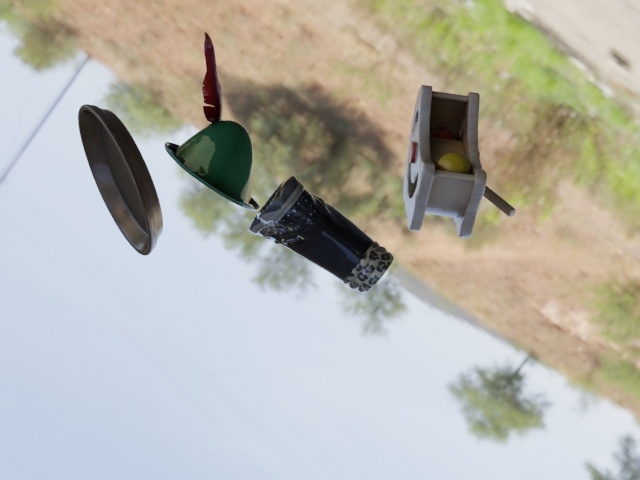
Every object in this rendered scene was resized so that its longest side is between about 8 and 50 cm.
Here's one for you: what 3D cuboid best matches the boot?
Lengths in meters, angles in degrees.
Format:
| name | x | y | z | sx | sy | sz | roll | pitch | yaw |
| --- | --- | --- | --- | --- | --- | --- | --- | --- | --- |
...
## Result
| name | x | y | z | sx | sy | sz | roll | pitch | yaw |
| --- | --- | --- | --- | --- | --- | --- | --- | --- | --- |
| boot | -0.001 | 0.001 | 1.658 | 0.178 | 0.085 | 0.236 | 38 | 172 | -3 |

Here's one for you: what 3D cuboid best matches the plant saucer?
| name | x | y | z | sx | sy | sz | roll | pitch | yaw |
| --- | --- | --- | --- | --- | --- | --- | --- | --- | --- |
| plant saucer | -0.338 | -0.107 | 2.105 | 0.278 | 0.041 | 0.278 | 52 | 156 | 34 |

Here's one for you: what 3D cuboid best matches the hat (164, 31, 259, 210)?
| name | x | y | z | sx | sy | sz | roll | pitch | yaw |
| --- | --- | --- | --- | --- | --- | --- | --- | --- | --- |
| hat | -0.122 | -0.169 | 1.873 | 0.173 | 0.183 | 0.208 | 39 | -172 | 21 |

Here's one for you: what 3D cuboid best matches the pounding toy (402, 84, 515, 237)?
| name | x | y | z | sx | sy | sz | roll | pitch | yaw |
| --- | --- | --- | --- | --- | --- | --- | --- | --- | --- |
| pounding toy | 0.191 | -0.106 | 1.581 | 0.154 | 0.154 | 0.269 | 8 | -159 | -3 |
